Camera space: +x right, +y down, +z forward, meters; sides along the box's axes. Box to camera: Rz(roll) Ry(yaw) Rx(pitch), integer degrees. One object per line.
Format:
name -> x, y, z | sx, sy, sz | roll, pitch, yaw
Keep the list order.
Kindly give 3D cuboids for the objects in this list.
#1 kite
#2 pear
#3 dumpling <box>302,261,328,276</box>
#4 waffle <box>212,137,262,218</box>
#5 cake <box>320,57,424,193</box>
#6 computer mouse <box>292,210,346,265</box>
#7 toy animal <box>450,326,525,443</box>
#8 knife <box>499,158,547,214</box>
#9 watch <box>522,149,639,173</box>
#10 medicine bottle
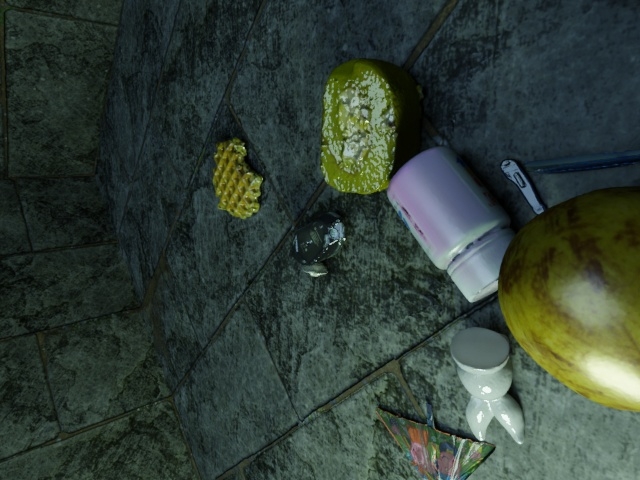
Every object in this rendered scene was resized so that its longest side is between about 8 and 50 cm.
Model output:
kite -> 0.249, 0.474, 0.973 | 0.321, 0.016, 0.234 | -4, 96, 51
pear -> 0.374, 0.070, 0.540 | 0.280, 0.280, 0.281 | 13, 108, 48
dumpling -> -0.019, 0.075, 1.169 | 0.077, 0.059, 0.043 | 47, 139, 31
waffle -> -0.278, -0.203, 1.423 | 0.291, 0.051, 0.291 | 18, 114, 47
cake -> 0.105, -0.230, 0.886 | 0.179, 0.156, 0.261 | 16, 116, 30
computer mouse -> 0.000, 0.000, 1.128 | 0.192, 0.062, 0.106 | -36, 67, 34
toy animal -> 0.312, 0.263, 0.810 | 0.103, 0.131, 0.221 | -10, 120, 19
knife -> 0.345, -0.088, 0.735 | 0.031, 0.018, 0.121 | -38, 69, 39
watch -> 0.399, -0.166, 0.539 | 0.274, 0.068, 0.277 | -129, 37, -52
medicine bottle -> 0.242, -0.030, 0.768 | 0.255, 0.151, 0.152 | 60, 136, 22
